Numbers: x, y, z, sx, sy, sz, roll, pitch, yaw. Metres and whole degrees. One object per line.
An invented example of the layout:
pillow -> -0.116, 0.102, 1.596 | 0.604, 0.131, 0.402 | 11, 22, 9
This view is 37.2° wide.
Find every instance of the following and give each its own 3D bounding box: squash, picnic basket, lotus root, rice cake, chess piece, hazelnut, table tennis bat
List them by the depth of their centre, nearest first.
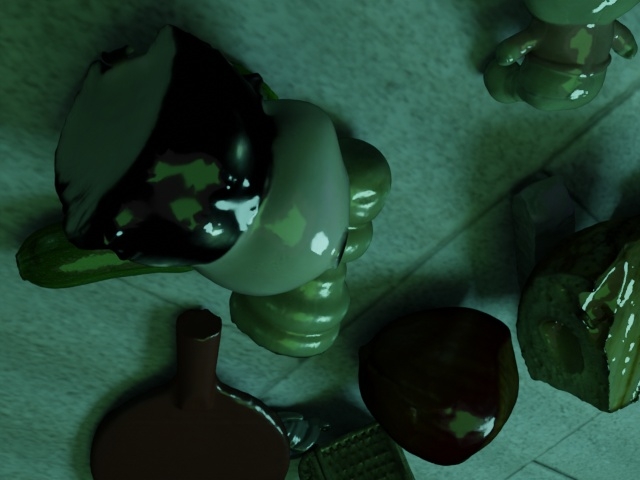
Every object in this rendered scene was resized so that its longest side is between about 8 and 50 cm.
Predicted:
squash -> -0.201, 0.005, 0.981 | 0.219, 0.068, 0.077 | -6, 120, -20
chess piece -> 0.000, 0.000, 1.039 | 0.133, 0.133, 0.243 | 5, 127, -30
lotus root -> 0.353, 0.082, 1.194 | 0.210, 0.142, 0.314 | -26, 133, -25
table tennis bat -> -0.168, 0.255, 1.249 | 0.268, 0.051, 0.415 | 2, 129, -8
hazelnut -> 0.150, 0.192, 1.263 | 0.229, 0.229, 0.229 | -14, 138, -13
rice cake -> 0.314, 0.059, 1.294 | 0.070, 0.064, 0.399 | -28, 140, -6
picnic basket -> 0.057, 0.357, 1.391 | 0.154, 0.134, 0.196 | -23, 162, 2

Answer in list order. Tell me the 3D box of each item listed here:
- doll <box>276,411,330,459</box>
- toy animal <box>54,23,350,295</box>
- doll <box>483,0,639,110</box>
doll -> -0.079, 0.287, 1.347 | 0.194, 0.062, 0.104 | -17, 113, 4
toy animal -> -0.092, -0.066, 0.868 | 0.266, 0.213, 0.212 | 19, 123, -44
doll -> 0.253, -0.232, 0.916 | 0.154, 0.113, 0.275 | -4, 136, -18
